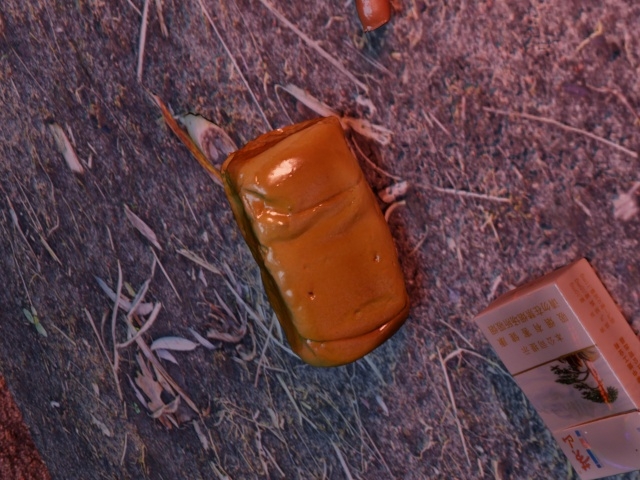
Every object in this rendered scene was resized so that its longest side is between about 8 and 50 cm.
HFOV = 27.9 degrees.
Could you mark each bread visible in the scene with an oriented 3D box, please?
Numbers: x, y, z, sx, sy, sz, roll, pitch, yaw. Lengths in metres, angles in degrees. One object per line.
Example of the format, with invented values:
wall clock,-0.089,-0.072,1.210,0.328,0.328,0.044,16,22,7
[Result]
bread,0.000,0.000,1.579,0.132,0.167,0.294,39,151,64

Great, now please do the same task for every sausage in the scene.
sausage,0.028,-0.311,1.383,0.177,0.047,0.040,61,162,-7

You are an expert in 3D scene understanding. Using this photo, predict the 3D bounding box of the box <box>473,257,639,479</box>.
box,0.293,0.148,1.428,0.233,0.067,0.149,56,146,-1
